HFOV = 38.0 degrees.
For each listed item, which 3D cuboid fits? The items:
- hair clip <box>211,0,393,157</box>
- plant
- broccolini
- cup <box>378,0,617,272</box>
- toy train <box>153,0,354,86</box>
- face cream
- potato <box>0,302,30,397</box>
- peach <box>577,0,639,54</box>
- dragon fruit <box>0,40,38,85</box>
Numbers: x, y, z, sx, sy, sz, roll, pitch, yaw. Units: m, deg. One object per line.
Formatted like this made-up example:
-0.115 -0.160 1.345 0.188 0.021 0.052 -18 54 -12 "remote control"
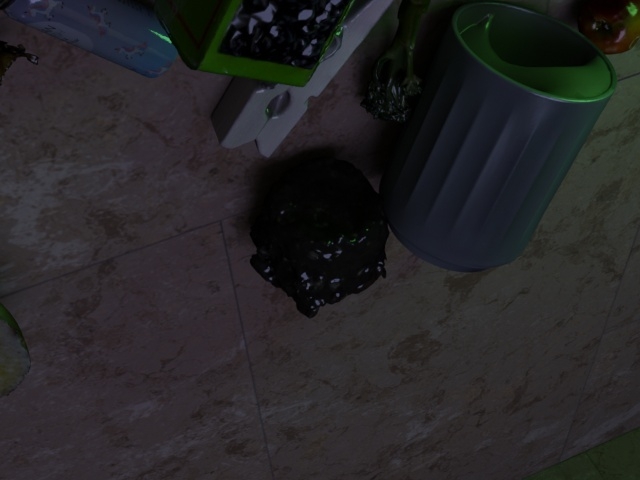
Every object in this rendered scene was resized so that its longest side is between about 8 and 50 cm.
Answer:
-0.019 -0.240 1.140 0.101 0.085 0.331 11 130 -39 "hair clip"
0.000 0.000 1.366 0.204 0.178 0.234 -28 156 -21 "plant"
0.112 -0.240 1.123 0.079 0.074 0.392 -54 175 -14 "broccolini"
0.255 -0.153 1.335 0.323 0.237 0.327 -38 156 -45 "cup"
-0.056 -0.319 0.888 0.173 0.249 0.307 2 133 -39 "toy train"
-0.258 -0.245 0.986 0.229 0.075 0.075 19 123 -44 "face cream"
-0.531 0.122 1.209 0.299 0.116 0.239 -16 137 1 "potato"
0.421 -0.317 1.336 0.101 0.101 0.101 -18 142 -15 "peach"
-0.405 -0.129 0.989 0.246 0.125 0.125 -41 140 4 "dragon fruit"
